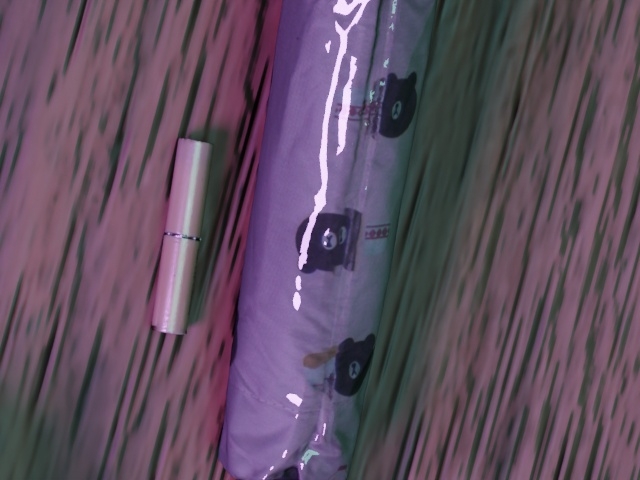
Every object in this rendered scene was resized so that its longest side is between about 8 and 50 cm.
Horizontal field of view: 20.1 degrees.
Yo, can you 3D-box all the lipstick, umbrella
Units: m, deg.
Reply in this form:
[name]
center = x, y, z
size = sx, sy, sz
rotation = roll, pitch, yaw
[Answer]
[lipstick]
center = -0.067, -0.002, 0.871
size = 0.019, 0.019, 0.094
rotation = 8, 92, -19
[umbrella]
center = 0.000, 0.000, 0.841
size = 0.067, 0.073, 0.337
rotation = 5, 108, -14
